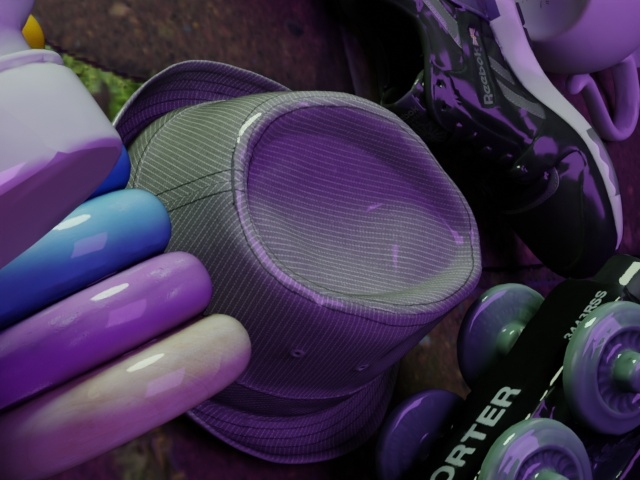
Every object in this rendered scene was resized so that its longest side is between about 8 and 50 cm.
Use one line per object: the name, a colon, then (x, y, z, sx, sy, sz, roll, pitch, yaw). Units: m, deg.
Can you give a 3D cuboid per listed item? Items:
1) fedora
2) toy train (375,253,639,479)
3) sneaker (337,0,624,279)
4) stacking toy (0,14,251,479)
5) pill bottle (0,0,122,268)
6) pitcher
fedora: (0.000, 0.000, 0.811, 0.275, 0.124, 0.244, 24, 59, -40)
toy train: (0.122, 0.168, 0.816, 0.334, 0.142, 0.190, -49, 116, -20)
sneaker: (0.101, -0.084, 0.990, 0.124, 0.107, 0.283, -31, 92, -37)
stacking toy: (-0.160, -0.058, 0.663, 0.141, 0.141, 0.330, -26, 91, -49)
pill bottle: (-0.227, -0.127, 0.518, 0.334, 0.188, 0.188, 53, 42, 2)
pitcher: (0.217, -0.169, 1.128, 0.207, 0.125, 0.178, -6, 95, -59)
